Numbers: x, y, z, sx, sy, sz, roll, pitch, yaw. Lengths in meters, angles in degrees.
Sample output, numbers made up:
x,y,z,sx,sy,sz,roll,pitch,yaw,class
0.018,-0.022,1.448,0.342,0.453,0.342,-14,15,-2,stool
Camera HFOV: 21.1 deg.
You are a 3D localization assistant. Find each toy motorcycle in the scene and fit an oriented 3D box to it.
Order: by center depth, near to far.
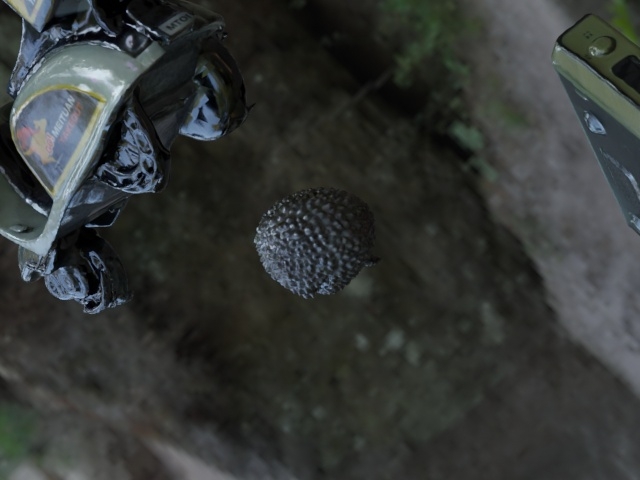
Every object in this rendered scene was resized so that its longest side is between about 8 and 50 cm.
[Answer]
x,y,z,sx,sy,sz,roll,pitch,yaw,class
-0.132,-0.063,0.888,0.157,0.091,0.263,45,143,6,toy motorcycle

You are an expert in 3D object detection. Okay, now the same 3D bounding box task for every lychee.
x,y,z,sx,sy,sz,roll,pitch,yaw,class
0.000,0.000,1.078,0.083,0.068,0.067,11,-153,-19,lychee

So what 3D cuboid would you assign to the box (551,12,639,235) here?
x,y,z,sx,sy,sz,roll,pitch,yaw,class
0.238,0.010,0.913,0.270,0.045,0.211,47,176,37,box
